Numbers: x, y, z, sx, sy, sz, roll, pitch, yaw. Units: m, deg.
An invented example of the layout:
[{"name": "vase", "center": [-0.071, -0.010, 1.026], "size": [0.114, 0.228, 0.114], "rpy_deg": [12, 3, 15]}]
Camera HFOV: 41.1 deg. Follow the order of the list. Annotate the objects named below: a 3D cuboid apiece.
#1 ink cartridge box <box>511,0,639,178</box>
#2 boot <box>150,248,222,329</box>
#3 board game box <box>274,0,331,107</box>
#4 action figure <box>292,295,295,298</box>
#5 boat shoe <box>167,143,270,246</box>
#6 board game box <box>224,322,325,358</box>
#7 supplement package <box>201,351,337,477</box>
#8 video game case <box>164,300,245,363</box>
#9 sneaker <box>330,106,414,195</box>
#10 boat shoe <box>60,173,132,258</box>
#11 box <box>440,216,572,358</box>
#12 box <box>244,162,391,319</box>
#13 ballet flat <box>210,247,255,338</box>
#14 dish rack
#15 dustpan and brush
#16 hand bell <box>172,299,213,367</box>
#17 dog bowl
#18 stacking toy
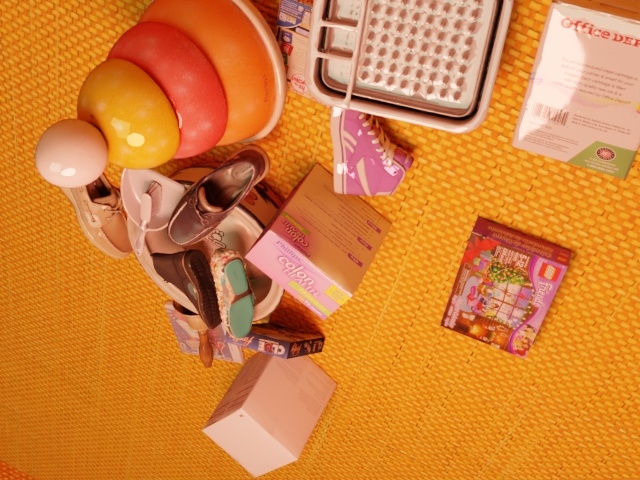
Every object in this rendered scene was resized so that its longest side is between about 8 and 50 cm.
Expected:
[{"name": "ink cartridge box", "center": [0.450, -0.264, 1.393], "size": [0.201, 0.117, 0.278], "rpy_deg": [19, 134, 14]}, {"name": "boot", "center": [-0.306, 0.108, 1.967], "size": [0.137, 0.077, 0.198], "rpy_deg": [1, 114, 34]}, {"name": "board game box", "center": [-0.018, -0.364, 1.619], "size": [0.146, 0.045, 0.194], "rpy_deg": [25, 135, 8]}, {"name": "action figure", "center": [-0.027, 0.074, 1.963], "size": [0.063, 0.137, 0.232], "rpy_deg": [34, 146, 13]}, {"name": "boat shoe", "center": [-0.221, -0.086, 1.740], "size": [0.285, 0.092, 0.103], "rpy_deg": [-39, 94, 20]}, {"name": "board game box", "center": [-0.107, 0.241, 2.076], "size": [0.165, 0.243, 0.042], "rpy_deg": [13, 91, 20]}, {"name": "supplement package", "center": [-0.129, 0.431, 2.213], "size": [0.199, 0.263, 0.198], "rpy_deg": [44, 134, -11]}, {"name": "video game case", "center": [-0.317, 0.252, 2.335], "size": [0.201, 0.023, 0.184], "rpy_deg": [7, 130, 24]}, {"name": "sneaker", "center": [0.105, -0.204, 1.665], "size": [0.160, 0.102, 0.282], "rpy_deg": [8, 138, 14]}, {"name": "boat shoe", "center": [-0.544, -0.087, 2.113], "size": [0.098, 0.109, 0.302], "rpy_deg": [-11, 115, 37]}, {"name": "box", "center": [0.382, 0.105, 1.793], "size": [0.200, 0.057, 0.293], "rpy_deg": [20, 134, 12]}, {"name": "box", "center": [0.000, 0.000, 1.784], "size": [0.213, 0.243, 0.117], "rpy_deg": [39, 135, -7]}, {"name": "ballet flat", "center": [-0.198, 0.111, 1.908], "size": [0.077, 0.091, 0.241], "rpy_deg": [37, 141, 41]}, {"name": "dish rack", "center": [0.150, -0.352, 1.472], "size": [0.332, 0.072, 0.286], "rpy_deg": [15, 117, 12]}, {"name": "dustpan and brush", "center": [-0.380, -0.054, 1.867], "size": [0.147, 0.060, 0.211], "rpy_deg": [25, 135, 9]}, {"name": "hand bell", "center": [-0.308, 0.245, 2.243], "size": [0.126, 0.126, 0.242], "rpy_deg": [12, 130, 20]}, {"name": "dog bowl", "center": [-0.236, -0.005, 1.979], "size": [0.407, 0.150, 0.408], "rpy_deg": [16, 133, 18]}, {"name": "stacking toy", "center": [-0.323, -0.251, 1.556], "size": [0.350, 0.480, 0.351], "rpy_deg": [24, 135, 27]}]
